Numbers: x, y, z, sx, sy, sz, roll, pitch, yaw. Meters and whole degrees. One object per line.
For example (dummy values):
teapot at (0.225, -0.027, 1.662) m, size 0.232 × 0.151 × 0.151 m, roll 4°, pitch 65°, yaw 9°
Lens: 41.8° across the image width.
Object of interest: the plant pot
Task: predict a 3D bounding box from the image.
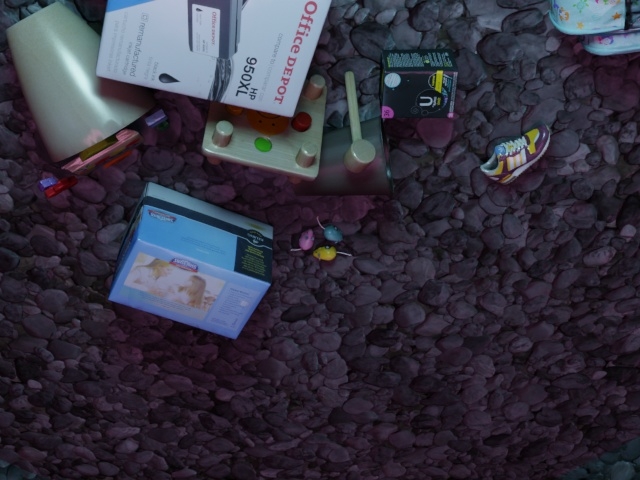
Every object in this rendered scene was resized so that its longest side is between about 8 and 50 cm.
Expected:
plant pot at (-0.523, -0.347, 1.755) m, size 0.257 × 0.256 × 0.274 m, roll -23°, pitch 110°, yaw 17°

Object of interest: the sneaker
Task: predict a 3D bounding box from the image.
sneaker at (0.464, -0.211, 1.996) m, size 0.084 × 0.069 × 0.185 m, roll 21°, pitch 126°, yaw -26°

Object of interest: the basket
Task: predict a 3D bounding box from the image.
basket at (0.045, -0.180, 1.962) m, size 0.227 × 0.154 × 0.204 m, roll -8°, pitch 131°, yaw 10°

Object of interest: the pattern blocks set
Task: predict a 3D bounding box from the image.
pattern blocks set at (-0.481, -0.196, 1.871) m, size 0.325 × 0.285 × 0.026 m, roll -31°, pitch 93°, yaw -13°

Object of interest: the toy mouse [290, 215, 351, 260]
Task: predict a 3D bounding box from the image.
toy mouse at (0.000, 0.000, 2.191) m, size 0.161 × 0.031 × 0.143 m, roll -3°, pitch 131°, yaw 1°

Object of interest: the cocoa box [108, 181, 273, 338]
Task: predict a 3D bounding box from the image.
cocoa box at (-0.318, 0.054, 2.098) m, size 0.347 × 0.227 × 0.231 m, roll 20°, pitch 128°, yaw -18°

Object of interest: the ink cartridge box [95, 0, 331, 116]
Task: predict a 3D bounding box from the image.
ink cartridge box at (-0.204, -0.427, 1.601) m, size 0.395 × 0.166 × 0.285 m, roll 10°, pitch 128°, yaw -16°

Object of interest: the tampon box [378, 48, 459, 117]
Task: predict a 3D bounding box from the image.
tampon box at (0.213, -0.345, 1.848) m, size 0.161 × 0.101 × 0.120 m, roll -1°, pitch 131°, yaw 0°

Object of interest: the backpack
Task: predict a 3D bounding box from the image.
backpack at (0.581, -0.481, 1.663) m, size 0.254 × 0.225 × 0.191 m, roll -3°, pitch 126°, yaw 6°

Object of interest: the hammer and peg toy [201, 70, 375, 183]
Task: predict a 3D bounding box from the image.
hammer and peg toy at (-0.066, -0.257, 1.832) m, size 0.362 × 0.265 × 0.127 m, roll 12°, pitch 151°, yaw -13°
